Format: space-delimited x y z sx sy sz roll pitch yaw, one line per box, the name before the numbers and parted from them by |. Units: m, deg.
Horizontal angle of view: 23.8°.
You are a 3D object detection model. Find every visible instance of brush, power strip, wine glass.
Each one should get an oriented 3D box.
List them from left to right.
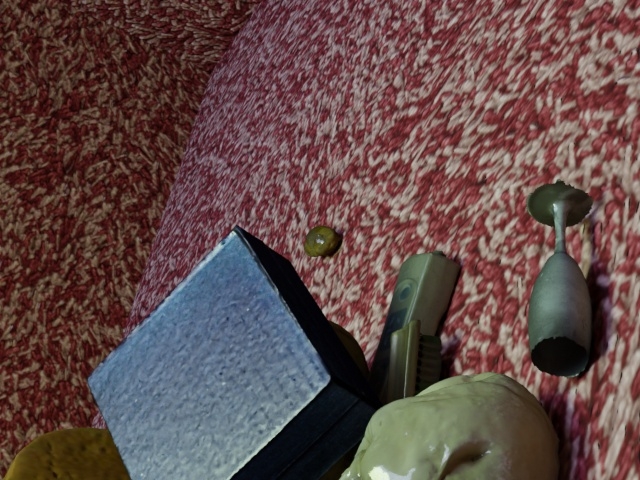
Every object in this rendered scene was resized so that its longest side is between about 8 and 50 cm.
power strip | 0.089 0.141 1.710 0.080 0.048 0.286 -32 38 67
brush | 0.090 0.219 1.584 0.054 0.048 0.282 132 150 -57
wine glass | 0.216 0.034 1.383 0.066 0.066 0.198 -53 19 42

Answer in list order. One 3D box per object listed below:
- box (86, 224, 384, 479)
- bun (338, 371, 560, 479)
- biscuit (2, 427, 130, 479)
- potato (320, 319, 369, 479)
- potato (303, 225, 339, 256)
box | -0.101 0.171 1.685 0.261 0.116 0.279 -45 45 10
bun | 0.089 0.234 1.326 0.259 0.160 0.259 -54 20 30
biscuit | -0.189 0.351 1.719 0.385 0.365 0.062 -117 40 -56
potato | -0.026 0.214 1.787 0.197 0.148 0.228 -24 45 25
potato | 0.000 0.000 2.261 0.092 0.045 0.046 161 96 -74
